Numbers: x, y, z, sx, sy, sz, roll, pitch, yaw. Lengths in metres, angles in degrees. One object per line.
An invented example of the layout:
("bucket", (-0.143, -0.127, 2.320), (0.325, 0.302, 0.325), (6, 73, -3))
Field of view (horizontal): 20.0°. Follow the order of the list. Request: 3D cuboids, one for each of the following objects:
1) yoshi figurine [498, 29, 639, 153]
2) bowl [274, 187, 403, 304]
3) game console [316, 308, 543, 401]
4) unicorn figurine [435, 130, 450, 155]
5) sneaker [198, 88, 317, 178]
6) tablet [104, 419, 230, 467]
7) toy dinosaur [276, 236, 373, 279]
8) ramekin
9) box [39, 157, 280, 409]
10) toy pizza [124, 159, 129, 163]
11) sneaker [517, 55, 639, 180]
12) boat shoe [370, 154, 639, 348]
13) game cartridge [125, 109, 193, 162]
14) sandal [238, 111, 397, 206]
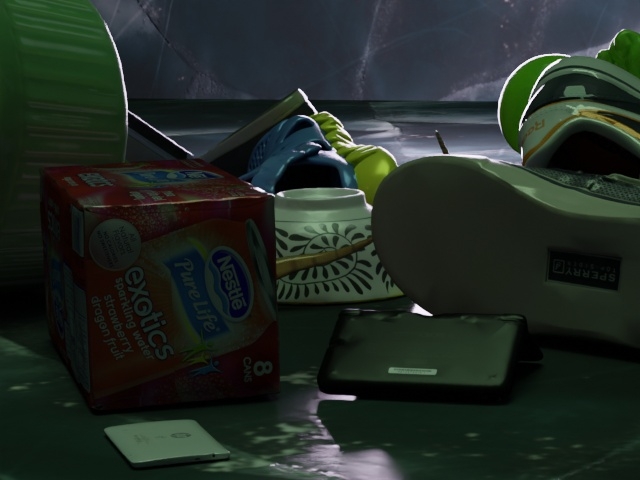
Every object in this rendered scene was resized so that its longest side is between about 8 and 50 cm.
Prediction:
("yoshi figurine", (0.264, -0.094, 1.707), (0.204, 0.203, 0.362), (-6, 7, -12))
("bowl", (0.000, 0.000, 1.494), (0.170, 0.080, 0.170), (-2, 9, 0))
("game console", (0.071, 0.083, 1.148), (0.122, 0.071, 0.107), (0, 38, 17))
("unicorn figurine", (0.130, -0.017, 1.491), (0.111, 0.162, 0.060), (-11, 49, -31))
("sneaker", (-0.070, -0.069, 2.049), (0.222, 0.118, 0.083), (-31, 7, 41))
("tablet", (-0.085, 0.111, 0.999), (0.054, 0.006, 0.083), (-4, 9, -17))
("toy dinosaur", (-0.067, 0.031, 1.400), (0.212, 0.064, 0.112), (-19, 28, -20))
("ramekin", (-0.293, -0.093, 1.471), (0.303, 0.303, 0.148), (7, 4, 44))
("box", (-0.112, 0.020, 1.200), (0.123, 0.128, 0.257), (-4, 8, -14))
("toy pizza", (-0.192, -0.046, 1.602), (0.201, 0.032, 0.201), (30, -15, 9))
("sneaker", (0.298, -0.022, 1.391), (0.321, 0.126, 0.127), (23, 42, 5))
("boat shoe", (0.203, 0.013, 1.293), (0.158, 0.127, 0.341), (-1, 13, -45))
("game cartridge", (-0.291, -0.123, 1.895), (0.230, 0.068, 0.355), (1, -23, 40))
("sandal", (-0.028, -0.052, 1.737), (0.138, 0.126, 0.317), (-8, 8, -15))
